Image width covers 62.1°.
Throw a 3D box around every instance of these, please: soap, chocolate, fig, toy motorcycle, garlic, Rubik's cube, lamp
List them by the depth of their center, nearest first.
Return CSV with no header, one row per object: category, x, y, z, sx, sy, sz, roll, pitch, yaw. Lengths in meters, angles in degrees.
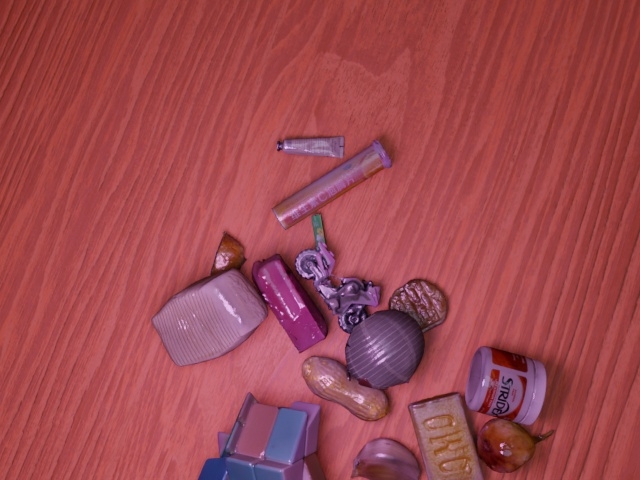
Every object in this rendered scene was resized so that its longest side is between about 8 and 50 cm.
Rubik's cube,-0.153,0.647,1.582,0.359,0.368,0.386,1,82,22
lamp,0.198,0.339,1.633,0.265,0.233,0.233,-27,79,-29
fig,0.611,0.619,1.639,0.257,0.159,0.159,-6,80,-18
soap,0.392,0.630,1.666,0.174,0.089,0.273,-16,79,3
garlic,0.240,0.706,1.668,0.267,0.148,0.128,18,47,11
chocolate,0.076,0.473,1.697,0.309,0.134,0.134,29,85,4
soap,-0.103,0.199,1.710,0.127,0.220,0.324,-33,80,-10
toy motorcycle,0.070,0.140,1.732,0.188,0.143,0.327,-38,91,-4

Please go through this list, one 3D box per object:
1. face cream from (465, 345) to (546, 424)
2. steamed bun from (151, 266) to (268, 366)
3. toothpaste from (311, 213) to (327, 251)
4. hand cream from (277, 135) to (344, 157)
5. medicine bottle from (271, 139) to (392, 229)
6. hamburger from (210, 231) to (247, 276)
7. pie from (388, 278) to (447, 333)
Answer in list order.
face cream,0.559,0.440,1.622,0.187,0.201,0.200,14,83,6
steamed bun,-0.332,0.234,1.696,0.384,0.236,0.247,-33,90,33
toothpaste,0.000,0.000,1.813,0.037,0.043,0.178,-10,81,0
hand cream,-0.035,-0.331,1.867,0.234,0.050,0.080,1,81,0
medicine bottle,0.037,-0.182,1.810,0.426,0.108,0.108,-33,80,1
hamburger,-0.309,0.063,1.806,0.102,0.087,0.175,13,81,8
pie,0.318,0.219,1.754,0.195,0.046,0.195,0,83,4
